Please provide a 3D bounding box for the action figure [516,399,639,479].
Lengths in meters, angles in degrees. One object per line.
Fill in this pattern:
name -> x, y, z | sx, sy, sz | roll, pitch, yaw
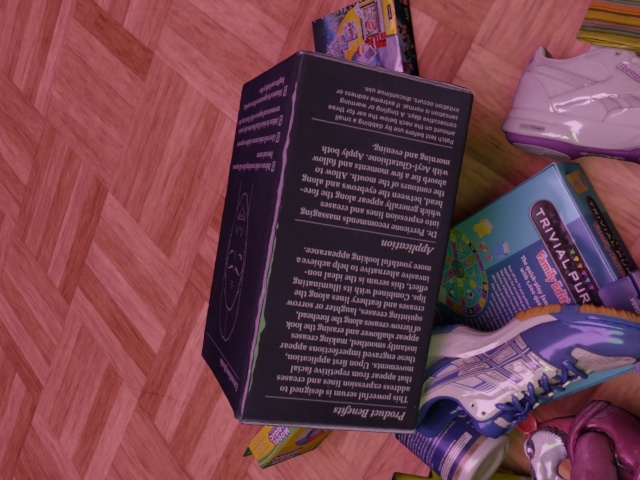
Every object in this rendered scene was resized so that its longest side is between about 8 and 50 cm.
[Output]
action figure -> 0.362, 0.251, 0.735 | 0.370, 0.248, 0.275 | 27, 109, 35

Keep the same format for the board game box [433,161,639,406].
board game box -> 0.239, 0.093, 0.944 | 0.336, 0.079, 0.253 | -35, 71, 37

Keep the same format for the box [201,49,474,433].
box -> 0.000, 0.000, 0.900 | 0.293, 0.212, 0.395 | -161, 81, -72

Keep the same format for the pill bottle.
pill bottle -> 0.147, 0.234, 0.921 | 0.169, 0.094, 0.094 | 35, 115, 34

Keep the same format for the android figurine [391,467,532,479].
android figurine -> 0.220, 0.352, 0.879 | 0.273, 0.248, 0.056 | 9, 109, 0

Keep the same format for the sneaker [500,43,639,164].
sneaker -> 0.356, -0.156, 0.803 | 0.305, 0.114, 0.152 | 15, 88, 34

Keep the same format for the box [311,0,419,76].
box -> 0.072, -0.241, 1.097 | 0.159, 0.044, 0.233 | -9, 87, 42

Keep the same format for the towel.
towel -> 0.372, -0.322, 0.794 | 0.102, 0.021, 0.237 | 23, 90, 37

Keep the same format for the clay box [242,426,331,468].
clay box -> -0.023, 0.288, 1.160 | 0.053, 0.127, 0.222 | 53, 124, 27

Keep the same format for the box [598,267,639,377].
box -> 0.424, 0.065, 0.751 | 0.225, 0.036, 0.136 | -27, 75, 16

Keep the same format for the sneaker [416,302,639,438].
sneaker -> 0.222, 0.156, 0.800 | 0.296, 0.112, 0.131 | -20, 49, 41
